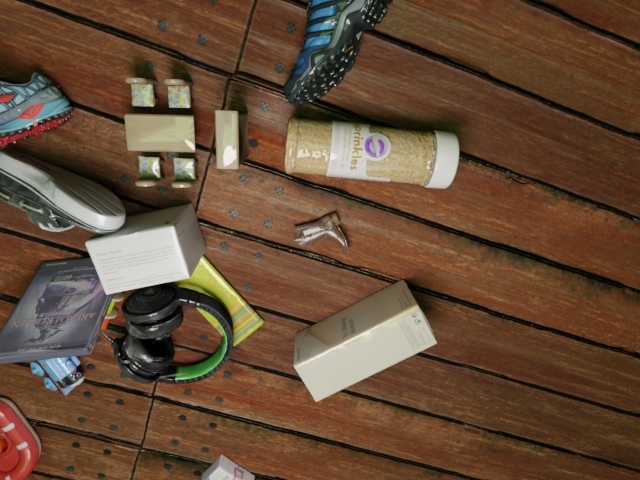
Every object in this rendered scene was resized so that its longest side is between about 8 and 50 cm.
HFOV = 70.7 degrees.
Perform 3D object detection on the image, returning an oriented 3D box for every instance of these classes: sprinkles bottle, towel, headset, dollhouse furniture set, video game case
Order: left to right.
[{"bbox_3d":[-0.542,0.133,0.952,0.195,0.274,0.026,-6,128,-1],"label":"video game case"},{"bbox_3d":[-0.394,0.223,1.014,0.393,0.185,0.244,14,112,-15],"label":"headset"},{"bbox_3d":[-0.276,-0.213,0.909,0.241,0.161,0.212,1,107,-3],"label":"dollhouse furniture set"},{"bbox_3d":[-0.250,0.145,1.097,0.102,0.021,0.237,-38,105,5],"label":"towel"},{"bbox_3d":[0.104,-0.185,0.956,0.354,0.121,0.121,5,107,-3],"label":"sprinkles bottle"}]

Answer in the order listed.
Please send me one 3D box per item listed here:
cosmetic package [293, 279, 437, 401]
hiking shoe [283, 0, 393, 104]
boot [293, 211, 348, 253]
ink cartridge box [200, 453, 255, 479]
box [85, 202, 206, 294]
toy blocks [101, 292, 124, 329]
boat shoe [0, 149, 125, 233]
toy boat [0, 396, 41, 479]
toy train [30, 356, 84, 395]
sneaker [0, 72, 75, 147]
[{"bbox_3d":[0.097,0.231,1.065,0.309,0.160,0.113,-27,105,5],"label":"cosmetic package"},{"bbox_3d":[0.015,-0.416,0.906,0.132,0.113,0.304,46,109,16],"label":"hiking shoe"},{"bbox_3d":[0.000,0.000,1.051,0.114,0.037,0.107,-22,94,1],"label":"boot"},{"bbox_3d":[-0.255,0.663,1.238,0.122,0.052,0.088,41,102,-12],"label":"ink cartridge box"},{"bbox_3d":[-0.361,0.012,0.965,0.180,0.182,0.119,-11,109,1],"label":"box"},{"bbox_3d":[-0.552,0.171,1.073,0.123,0.054,0.148,27,106,-12],"label":"toy blocks"},{"bbox_3d":[-0.537,-0.076,0.928,0.335,0.121,0.119,26,104,21],"label":"boat shoe"},{"bbox_3d":[-0.817,0.519,1.118,0.150,0.151,0.231,-23,107,5],"label":"toy boat"},{"bbox_3d":[-0.637,0.285,1.077,0.105,0.080,0.184,-16,109,33],"label":"toy train"},{"bbox_3d":[-0.635,-0.250,0.876,0.261,0.104,0.125,-36,101,-38],"label":"sneaker"}]
